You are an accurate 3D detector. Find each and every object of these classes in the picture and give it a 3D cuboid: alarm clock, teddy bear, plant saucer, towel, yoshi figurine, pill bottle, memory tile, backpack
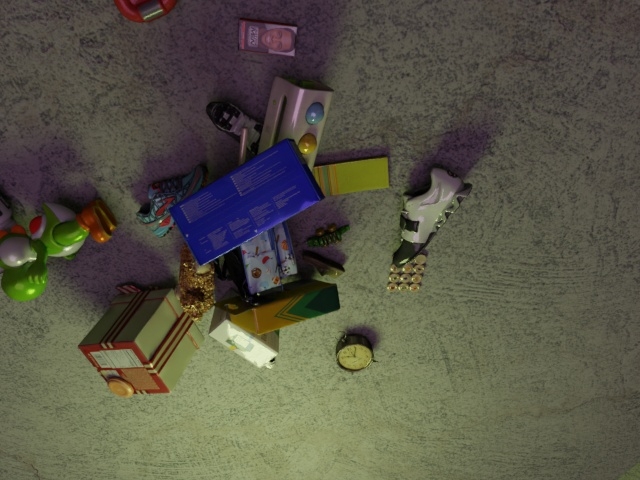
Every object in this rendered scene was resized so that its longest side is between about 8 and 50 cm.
[{"bbox_3d":[0.106,0.372,1.750,0.129,0.064,0.192,-28,120,13],"label":"alarm clock"},{"bbox_3d":[-0.363,0.097,1.455,0.113,0.245,0.338,-7,165,-17],"label":"teddy bear"},{"bbox_3d":[-0.593,0.436,1.514,0.083,0.013,0.084,9,127,12],"label":"plant saucer"},{"bbox_3d":[0.076,-0.181,1.461,0.237,0.021,0.102,-8,125,0],"label":"towel"},{"bbox_3d":[-0.740,0.043,1.415,0.362,0.203,0.204,-26,151,-4],"label":"yoshi figurine"},{"bbox_3d":[-0.922,-0.083,1.410,0.108,0.108,0.180,-22,118,9],"label":"pill bottle"},{"bbox_3d":[0.274,0.104,1.636,0.113,0.012,0.148,2,119,-5],"label":"memory tile"},{"bbox_3d":[-0.191,0.009,1.424,0.213,0.276,0.264,-25,114,-22],"label":"backpack"}]

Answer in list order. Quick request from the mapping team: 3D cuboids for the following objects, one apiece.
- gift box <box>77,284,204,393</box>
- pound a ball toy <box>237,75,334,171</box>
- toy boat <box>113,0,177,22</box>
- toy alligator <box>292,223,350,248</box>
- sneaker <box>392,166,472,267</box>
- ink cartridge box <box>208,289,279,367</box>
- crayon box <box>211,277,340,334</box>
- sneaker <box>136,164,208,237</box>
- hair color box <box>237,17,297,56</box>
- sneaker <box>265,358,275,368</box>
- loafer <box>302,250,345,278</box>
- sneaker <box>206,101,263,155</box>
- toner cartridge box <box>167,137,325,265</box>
[{"bbox_3d":[-0.549,0.291,1.566,0.276,0.258,0.255,-4,124,22],"label":"gift box"},{"bbox_3d":[-0.097,-0.240,1.296,0.208,0.135,0.319,-11,128,-43],"label":"pound a ball toy"},{"bbox_3d":[-0.421,-0.597,1.120,0.151,0.151,0.231,-21,119,8],"label":"toy boat"},{"bbox_3d":[0.000,0.000,1.539,0.189,0.051,0.056,-19,118,7],"label":"toy alligator"},{"bbox_3d":[0.282,-0.070,1.492,0.146,0.122,0.331,33,115,0],"label":"sneaker"},{"bbox_3d":[-0.237,0.278,1.625,0.093,0.154,0.212,-40,115,20],"label":"ink cartridge box"},{"bbox_3d":[-0.130,0.190,1.479,0.318,0.202,0.081,-12,98,-29],"label":"crayon box"},{"bbox_3d":[-0.417,-0.123,1.419,0.125,0.104,0.262,38,111,-19],"label":"sneaker"},{"bbox_3d":[-0.130,-0.498,1.255,0.141,0.043,0.072,4,118,-6],"label":"hair color box"},{"bbox_3d":[-0.196,0.416,1.781,0.083,0.032,0.037,19,103,-19],"label":"sneaker"},{"bbox_3d":[0.005,0.081,1.583,0.148,0.056,0.050,25,109,-16],"label":"loafer"},{"bbox_3d":[-0.208,-0.296,1.349,0.234,0.106,0.078,32,93,-45],"label":"sneaker"},{"bbox_3d":[-0.179,-0.090,1.239,0.347,0.075,0.165,-27,92,14],"label":"toner cartridge box"}]
